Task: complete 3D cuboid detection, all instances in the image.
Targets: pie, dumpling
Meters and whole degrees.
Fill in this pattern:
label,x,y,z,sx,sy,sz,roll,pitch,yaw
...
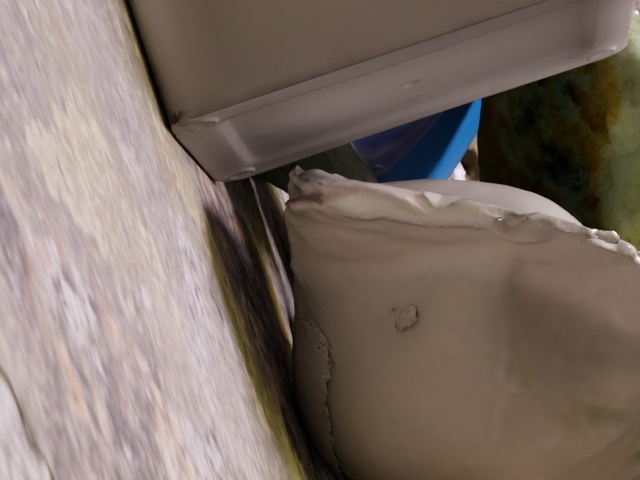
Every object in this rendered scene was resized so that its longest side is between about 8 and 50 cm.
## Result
label,x,y,z,sx,sy,sz,roll,pitch,yaw
pie,0.150,-0.061,1.046,0.187,0.041,0.187,20,-66,57
dumpling,0.113,0.074,0.989,0.181,0.260,0.341,-60,151,-50

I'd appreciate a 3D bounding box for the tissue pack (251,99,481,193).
label,x,y,z,sx,sy,sz,roll,pitch,yaw
tissue pack,0.056,-0.156,1.148,0.146,0.263,0.198,28,-13,18

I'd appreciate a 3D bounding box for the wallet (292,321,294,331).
label,x,y,z,sx,sy,sz,roll,pitch,yaw
wallet,0.047,0.087,1.194,0.039,0.110,0.155,34,-27,47

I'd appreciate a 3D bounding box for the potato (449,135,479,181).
label,x,y,z,sx,sy,sz,roll,pitch,yaw
potato,0.062,-0.016,1.315,0.191,0.141,0.296,-73,169,-83

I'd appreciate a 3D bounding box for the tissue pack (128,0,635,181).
label,x,y,z,sx,sy,sz,roll,pitch,yaw
tissue pack,0.029,-0.141,0.924,0.159,0.246,0.136,58,13,-79
